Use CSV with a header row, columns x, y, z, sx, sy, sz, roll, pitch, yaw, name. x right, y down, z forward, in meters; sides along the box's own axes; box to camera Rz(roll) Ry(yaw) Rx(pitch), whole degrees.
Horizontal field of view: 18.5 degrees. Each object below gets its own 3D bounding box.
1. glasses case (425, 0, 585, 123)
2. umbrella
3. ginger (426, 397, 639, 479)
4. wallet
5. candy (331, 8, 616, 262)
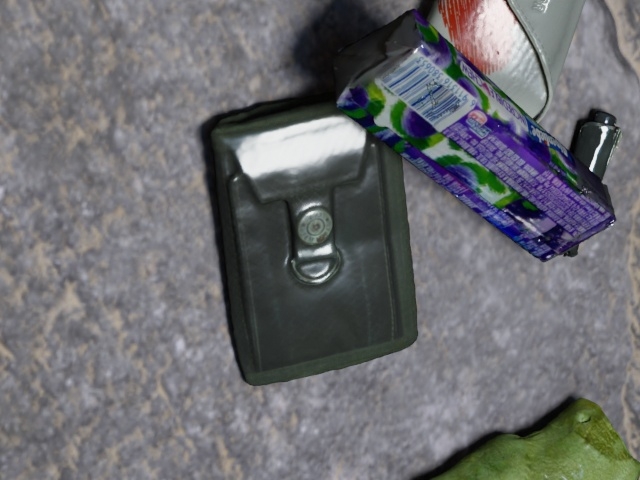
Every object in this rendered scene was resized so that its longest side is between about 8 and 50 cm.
x,y,z,sx,sy,sz,roll,pitch,yaw,name
0.170,-0.241,1.614,0.128,0.083,0.308,14,100,-30,glasses case
0.229,-0.050,1.737,0.036,0.031,0.133,14,99,-31,umbrella
0.162,0.249,1.770,0.290,0.089,0.137,-21,123,-21,ginger
0.000,0.000,1.633,0.168,0.052,0.245,-15,115,-19,wallet
0.127,-0.080,1.605,0.088,0.061,0.312,-31,139,22,candy
